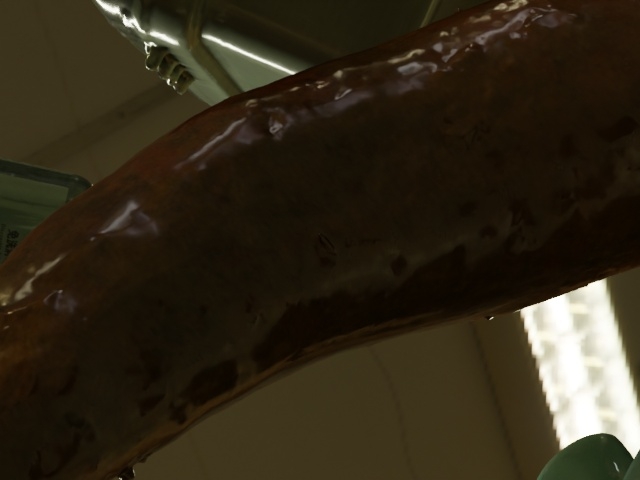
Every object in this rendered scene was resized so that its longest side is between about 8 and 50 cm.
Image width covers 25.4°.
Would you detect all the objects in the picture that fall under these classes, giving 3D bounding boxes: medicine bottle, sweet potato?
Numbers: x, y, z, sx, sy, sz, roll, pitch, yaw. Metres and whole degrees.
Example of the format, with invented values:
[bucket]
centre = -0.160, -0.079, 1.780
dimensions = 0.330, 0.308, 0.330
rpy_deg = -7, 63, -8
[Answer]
[medicine bottle]
centre = -0.183, -0.008, 0.883
dimensions = 0.208, 0.090, 0.054
rpy_deg = 13, -139, -7
[sweet potato]
centre = -0.002, 0.000, 0.405
dimensions = 0.291, 0.097, 0.097
rpy_deg = -25, -70, -15

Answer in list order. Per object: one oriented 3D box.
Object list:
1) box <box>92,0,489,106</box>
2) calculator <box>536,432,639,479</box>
[box]
centre = 0.006, -0.107, 0.566
dimensions = 0.148, 0.129, 0.210
rpy_deg = -64, -12, -2
[calculator]
centre = 0.156, 0.110, 0.407
dimensions = 0.042, 0.295, 0.184
rpy_deg = 35, -107, -27
